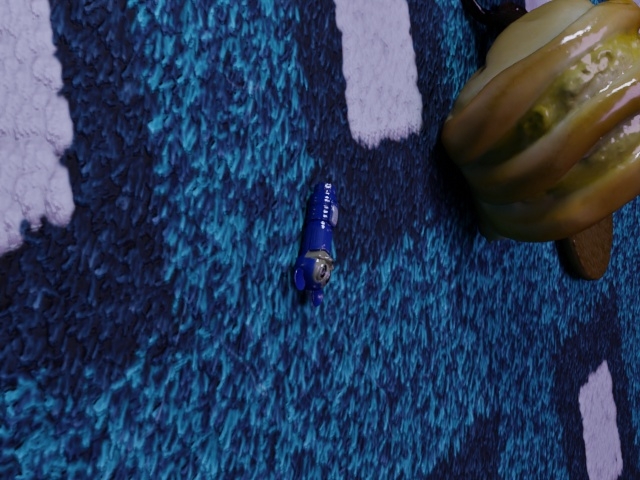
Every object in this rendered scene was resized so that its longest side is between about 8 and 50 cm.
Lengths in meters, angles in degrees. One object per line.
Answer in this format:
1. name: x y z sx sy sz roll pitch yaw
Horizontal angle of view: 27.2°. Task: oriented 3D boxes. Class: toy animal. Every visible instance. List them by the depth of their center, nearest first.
1. toy animal: 0.270 -0.281 1.744 0.272 0.160 0.197 -76 146 -45

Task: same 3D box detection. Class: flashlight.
1. flashlight: 0.000 0.000 1.264 0.057 0.035 0.121 46 46 -50

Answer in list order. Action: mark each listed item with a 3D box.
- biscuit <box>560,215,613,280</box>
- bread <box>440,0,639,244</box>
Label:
1. biscuit: 0.412 -0.064 2.081 0.262 0.037 0.262 19 68 -61
2. bread: 0.308 -0.150 1.607 0.315 0.211 0.270 -37 131 -16
